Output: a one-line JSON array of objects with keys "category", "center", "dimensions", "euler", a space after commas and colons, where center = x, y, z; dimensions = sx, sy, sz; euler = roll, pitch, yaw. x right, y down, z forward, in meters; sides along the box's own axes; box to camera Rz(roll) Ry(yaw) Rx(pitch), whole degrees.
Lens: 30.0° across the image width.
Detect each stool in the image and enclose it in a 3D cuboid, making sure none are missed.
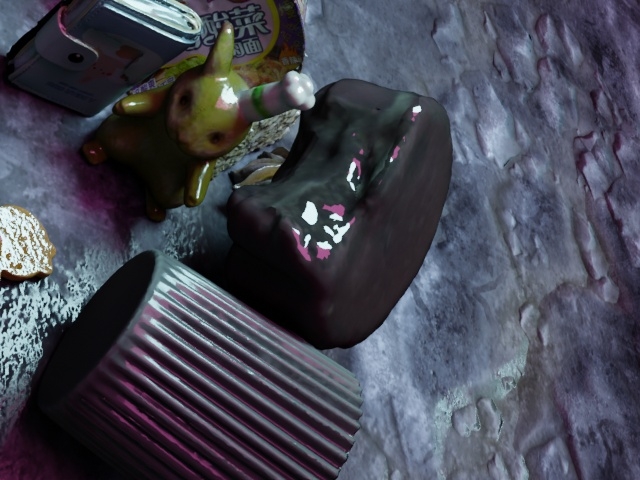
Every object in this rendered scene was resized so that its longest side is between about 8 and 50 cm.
[{"category": "stool", "center": [-0.160, 0.202, 1.549], "dimensions": [0.330, 0.297, 0.297], "euler": [39, 45, -21]}]

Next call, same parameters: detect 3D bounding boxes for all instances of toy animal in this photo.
[{"category": "toy animal", "center": [-0.183, -0.166, 1.685], "dimensions": [0.181, 0.363, 0.180], "euler": [48, 56, -12]}]

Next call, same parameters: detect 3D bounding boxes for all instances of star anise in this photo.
[{"category": "star anise", "center": [-0.037, -0.108, 1.941], "dimensions": [0.197, 0.212, 0.073], "euler": [-56, 145, -64]}]

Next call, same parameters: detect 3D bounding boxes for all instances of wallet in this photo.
[{"category": "wallet", "center": [-0.308, -0.269, 1.669], "dimensions": [0.176, 0.250, 0.075], "euler": [19, 56, -40]}]

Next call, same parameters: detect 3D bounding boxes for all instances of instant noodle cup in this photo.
[{"category": "instant noodle cup", "center": [-0.159, -0.376, 1.866], "dimensions": [0.340, 0.339, 0.266], "euler": [46, 32, -19]}]

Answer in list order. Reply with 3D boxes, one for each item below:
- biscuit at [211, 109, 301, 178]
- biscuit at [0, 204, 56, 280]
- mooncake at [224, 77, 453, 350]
[{"category": "biscuit", "center": [-0.097, -0.183, 1.941], "dimensions": [0.032, 0.133, 0.250], "euler": [46, 41, 8]}, {"category": "biscuit", "center": [-0.435, -0.001, 1.564], "dimensions": [0.184, 0.027, 0.134], "euler": [-16, 81, -51]}, {"category": "mooncake", "center": [0.027, -0.027, 1.703], "dimensions": [0.381, 0.212, 0.351], "euler": [-47, 144, -33]}]
